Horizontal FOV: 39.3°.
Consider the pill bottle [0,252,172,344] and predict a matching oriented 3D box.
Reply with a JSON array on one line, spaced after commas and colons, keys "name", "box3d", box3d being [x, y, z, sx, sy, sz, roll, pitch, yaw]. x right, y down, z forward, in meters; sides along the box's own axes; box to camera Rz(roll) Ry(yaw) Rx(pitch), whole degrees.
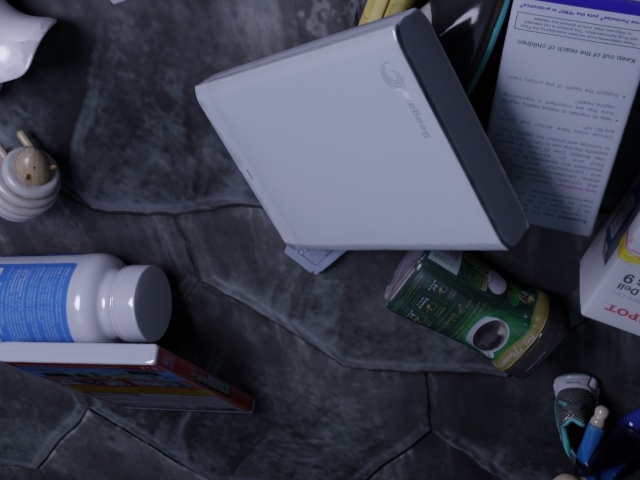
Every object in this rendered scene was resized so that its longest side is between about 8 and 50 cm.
[{"name": "pill bottle", "box3d": [-0.298, 0.077, 1.077, 0.222, 0.124, 0.124, -2, 126, 20]}]

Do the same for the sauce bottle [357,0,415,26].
[{"name": "sauce bottle", "box3d": [0.067, -0.221, 0.781, 0.042, 0.042, 0.128, 23, 130, -1]}]

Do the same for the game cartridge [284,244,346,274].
[{"name": "game cartridge", "box3d": [0.000, 0.000, 0.994, 0.056, 0.017, 0.083, 37, 129, -17]}]

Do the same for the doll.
[{"name": "doll", "box3d": [0.328, 0.228, 0.983, 0.189, 0.046, 0.129, -33, 120, -8]}]

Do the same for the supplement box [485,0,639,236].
[{"name": "supplement box", "box3d": [0.205, -0.128, 0.765, 0.114, 0.111, 0.220, 11, 129, 10]}]

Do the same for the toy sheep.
[{"name": "toy sheep", "box3d": [-0.337, -0.065, 1.007, 0.091, 0.091, 0.132, 36, 143, -12]}]

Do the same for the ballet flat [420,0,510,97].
[{"name": "ballet flat", "box3d": [0.083, -0.126, 0.794, 0.096, 0.095, 0.280, 7, 136, -7]}]

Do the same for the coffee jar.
[{"name": "coffee jar", "box3d": [0.168, 0.070, 0.954, 0.184, 0.079, 0.096, 30, 127, -5]}]

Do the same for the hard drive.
[{"name": "hard drive", "box3d": [0.021, -0.080, 0.805, 0.307, 0.040, 0.203, 0, 126, 55]}]

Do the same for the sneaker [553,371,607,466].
[{"name": "sneaker", "box3d": [0.303, 0.234, 1.042, 0.065, 0.076, 0.166, -11, 123, 26]}]

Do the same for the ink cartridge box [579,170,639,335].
[{"name": "ink cartridge box", "box3d": [0.357, -0.001, 0.830, 0.154, 0.093, 0.212, 21, 132, 0]}]

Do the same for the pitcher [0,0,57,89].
[{"name": "pitcher", "box3d": [-0.389, -0.225, 0.883, 0.207, 0.125, 0.178, 34, 146, -24]}]

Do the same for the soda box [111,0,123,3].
[{"name": "soda box", "box3d": [-0.183, -0.349, 0.727, 0.098, 0.091, 0.286, -12, 123, 24]}]

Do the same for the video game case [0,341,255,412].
[{"name": "video game case", "box3d": [-0.225, 0.171, 1.098, 0.204, 0.025, 0.285, -1, 159, 18]}]
